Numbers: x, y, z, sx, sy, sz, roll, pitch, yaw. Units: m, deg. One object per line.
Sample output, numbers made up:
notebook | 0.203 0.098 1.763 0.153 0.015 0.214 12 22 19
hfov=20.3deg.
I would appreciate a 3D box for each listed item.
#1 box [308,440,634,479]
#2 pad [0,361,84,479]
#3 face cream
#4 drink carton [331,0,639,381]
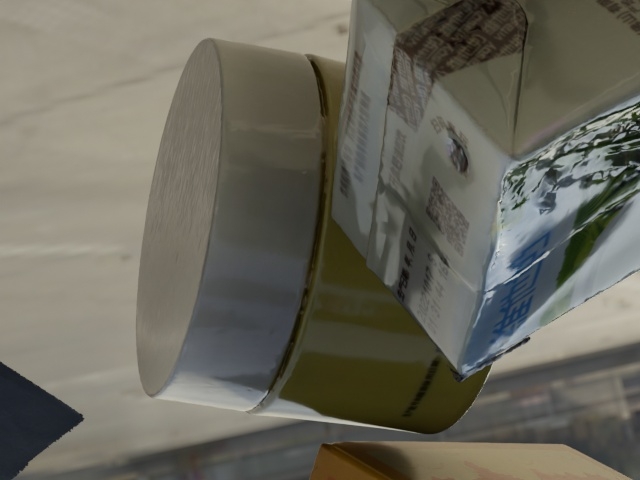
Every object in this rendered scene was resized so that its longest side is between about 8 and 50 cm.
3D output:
box | 0.112 0.292 1.116 0.260 0.283 0.214 7 -165 -46
pad | -0.214 0.055 0.812 0.193 0.004 0.116 37 131 -17
face cream | 0.000 0.000 1.073 0.179 0.218 0.218 9 167 -15
drink carton | 0.170 -0.095 0.883 0.325 0.132 0.194 -29 153 -21
